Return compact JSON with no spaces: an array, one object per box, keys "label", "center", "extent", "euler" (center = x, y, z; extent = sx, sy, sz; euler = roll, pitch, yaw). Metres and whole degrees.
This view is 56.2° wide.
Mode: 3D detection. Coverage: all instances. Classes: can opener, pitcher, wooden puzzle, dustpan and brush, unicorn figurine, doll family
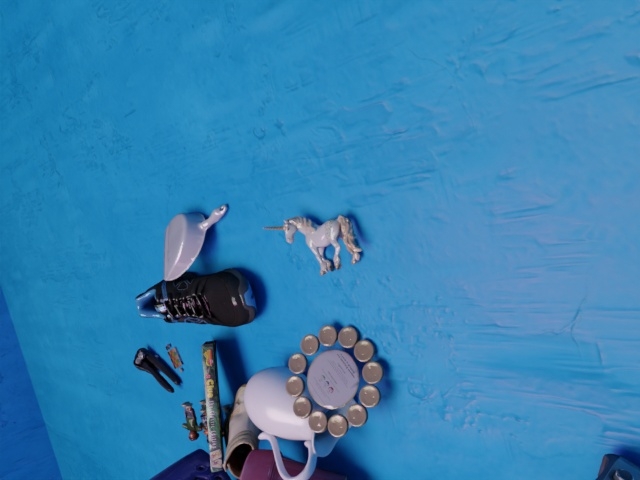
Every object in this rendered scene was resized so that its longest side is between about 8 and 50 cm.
[{"label":"can opener","center":[-0.438,0.346,1.613],"extent":[0.186,0.073,0.059],"euler":[22,82,38]},{"label":"pitcher","center":[-0.058,0.327,1.087],"extent":[0.207,0.177,0.125],"euler":[13,147,42]},{"label":"wooden puzzle","center":[-0.377,0.305,1.554],"extent":[0.049,0.006,0.083],"euler":[-35,78,49]},{"label":"dustpan and brush","center":[-0.263,-0.019,1.253],"extent":[0.211,0.060,0.147],"euler":[-45,42,43]},{"label":"unicorn figurine","center":[0.000,0.000,0.987],"extent":[0.162,0.060,0.111],"euler":[-22,87,33]},{"label":"doll family","center":[-0.249,0.440,1.418],"extent":[0.193,0.076,0.111],"euler":[-3,98,45]}]

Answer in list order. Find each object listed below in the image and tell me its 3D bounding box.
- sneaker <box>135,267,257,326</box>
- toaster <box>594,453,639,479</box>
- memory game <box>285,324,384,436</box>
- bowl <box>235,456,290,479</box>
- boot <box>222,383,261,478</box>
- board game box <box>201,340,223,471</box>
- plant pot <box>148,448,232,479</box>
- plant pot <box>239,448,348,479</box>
[{"label":"sneaker","center":[-0.262,0.136,1.259],"extent":[0.341,0.140,0.125],"euler":[-7,99,48]},{"label":"toaster","center":[0.356,0.371,0.678],"extent":[0.146,0.129,0.226],"euler":[25,121,38]},{"label":"memory game","center":[0.021,0.233,1.008],"extent":[0.186,0.012,0.186],"euler":[-10,70,28]},{"label":"bowl","center":[-0.066,0.662,1.285],"extent":[0.391,0.077,0.390],"euler":[17,114,43]},{"label":"boot","center":[-0.167,0.429,1.257],"extent":[0.165,0.077,0.213],"euler":[-92,17,-56]},{"label":"board game box","center":[-0.233,0.351,1.301],"extent":[0.136,0.030,0.259],"euler":[133,132,-82]},{"label":"plant pot","center":[-0.269,0.630,1.270],"extent":[0.212,0.236,0.235],"euler":[15,113,36]},{"label":"plant pot","center":[-0.045,0.487,1.083],"extent":[0.180,0.201,0.201],"euler":[3,112,7]}]
